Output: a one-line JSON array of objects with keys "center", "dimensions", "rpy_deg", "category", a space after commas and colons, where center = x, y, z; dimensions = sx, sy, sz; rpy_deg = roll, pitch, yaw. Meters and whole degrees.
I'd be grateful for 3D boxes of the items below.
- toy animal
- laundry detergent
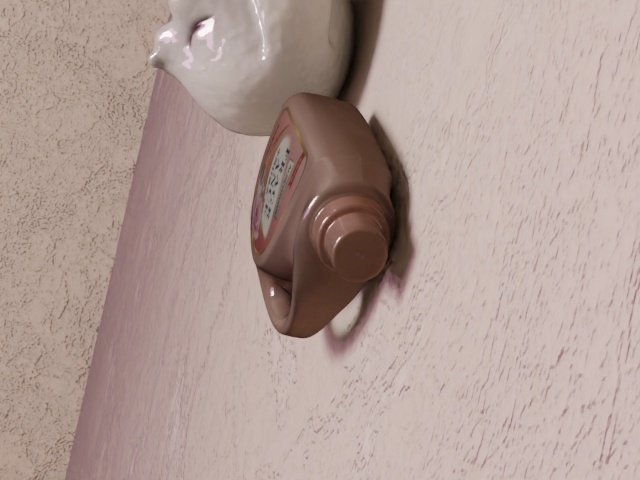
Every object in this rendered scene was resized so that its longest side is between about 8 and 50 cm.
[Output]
[{"center": [-0.049, -0.220, 1.342], "dimensions": [0.271, 0.206, 0.265], "rpy_deg": [95, 172, -60], "category": "toy animal"}, {"center": [0.000, 0.000, 1.138], "dimensions": [0.237, 0.076, 0.171], "rpy_deg": [-110, 34, -64], "category": "laundry detergent"}]
